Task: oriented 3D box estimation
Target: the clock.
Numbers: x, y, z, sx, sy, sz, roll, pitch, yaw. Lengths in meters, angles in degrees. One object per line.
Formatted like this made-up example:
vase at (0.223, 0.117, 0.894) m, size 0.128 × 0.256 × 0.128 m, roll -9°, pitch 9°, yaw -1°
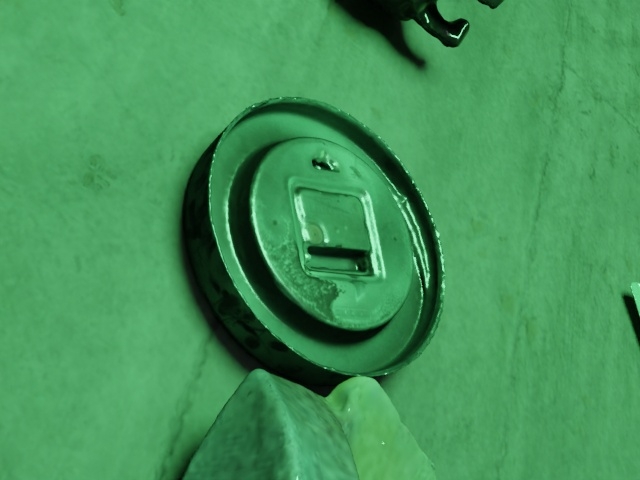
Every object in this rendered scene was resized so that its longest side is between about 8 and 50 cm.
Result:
clock at (0.000, 0.000, 0.710) m, size 0.215 × 0.042 × 0.215 m, roll 19°, pitch 57°, yaw -33°

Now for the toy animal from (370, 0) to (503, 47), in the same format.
toy animal at (0.104, -0.328, 0.933) m, size 0.168 × 0.106 × 0.343 m, roll 22°, pitch 49°, yaw -23°

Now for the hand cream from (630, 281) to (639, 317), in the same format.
hand cream at (0.392, 0.075, 1.014) m, size 0.205 × 0.050 × 0.078 m, roll -2°, pitch 73°, yaw -37°

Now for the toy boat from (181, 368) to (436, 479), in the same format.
toy boat at (0.016, 0.216, 0.583) m, size 0.293 × 0.111 × 0.276 m, roll 26°, pitch 52°, yaw -45°
